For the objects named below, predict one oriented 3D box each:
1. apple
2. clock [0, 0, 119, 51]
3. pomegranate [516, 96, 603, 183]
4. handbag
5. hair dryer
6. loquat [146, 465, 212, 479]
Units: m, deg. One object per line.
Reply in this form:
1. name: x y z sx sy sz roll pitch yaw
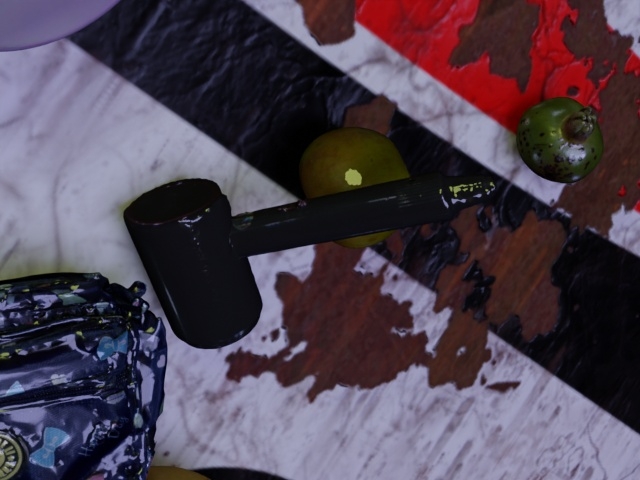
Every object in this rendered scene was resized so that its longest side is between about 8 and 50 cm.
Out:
1. apple: 0.025 -0.039 0.914 0.074 0.089 0.089 -23 123 -8
2. clock: -0.131 -0.256 0.654 0.338 0.102 0.338 -29 135 -33
3. pomegranate: 0.199 -0.079 1.020 0.073 0.084 0.073 -7 107 -24
4. handbag: -0.220 0.102 0.796 0.260 0.113 0.162 -6 108 -24
5. hair dryer: 0.000 -0.002 0.861 0.248 0.070 0.114 -12 123 9
6. loquat: -0.119 0.239 0.912 0.163 0.137 0.163 -11 105 -47
